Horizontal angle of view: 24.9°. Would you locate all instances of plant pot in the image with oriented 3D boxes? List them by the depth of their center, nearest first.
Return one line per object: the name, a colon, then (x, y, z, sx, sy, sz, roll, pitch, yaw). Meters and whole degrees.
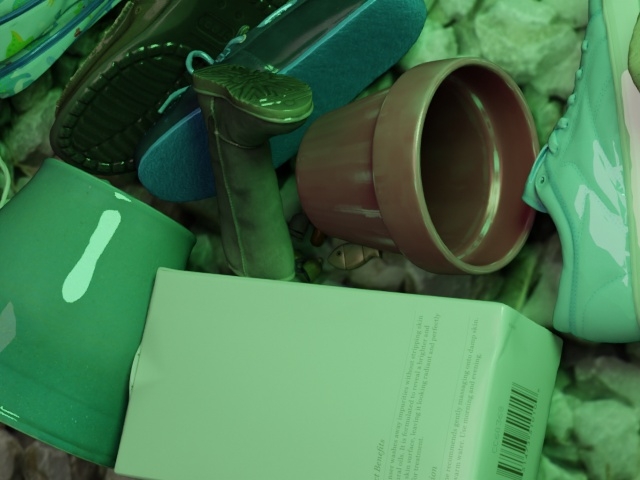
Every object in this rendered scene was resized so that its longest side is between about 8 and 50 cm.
plant pot: (0.084, -0.067, 1.385, 0.180, 0.201, 0.201, -2, 82, 43)
plant pot: (-0.266, 0.063, 1.509, 0.271, 0.271, 0.255, 25, 84, 28)

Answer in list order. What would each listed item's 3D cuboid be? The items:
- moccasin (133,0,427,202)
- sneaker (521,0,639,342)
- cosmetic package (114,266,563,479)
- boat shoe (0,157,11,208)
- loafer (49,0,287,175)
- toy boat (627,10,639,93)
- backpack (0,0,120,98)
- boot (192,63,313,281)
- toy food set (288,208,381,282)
moccasin: (-0.046, -0.164, 1.502, 0.342, 0.138, 0.117, -32, 44, 2)
sneaker: (0.249, -0.085, 1.323, 0.150, 0.135, 0.366, -6, 79, 25)
cosmetic package: (0.011, 0.158, 1.385, 0.385, 0.156, 0.217, 6, 78, 31)
boat shoe: (-0.419, -0.020, 1.662, 0.156, 0.136, 0.367, 23, 96, 29)
loafer: (-0.155, -0.222, 1.573, 0.366, 0.134, 0.130, -44, 36, 9)
toy boat: (0.381, -0.100, 1.234, 0.267, 0.148, 0.318, -7, 89, -17)
backpack: (-0.334, -0.329, 1.571, 0.290, 0.273, 0.355, 29, 53, 23)
boot: (-0.056, -0.054, 1.378, 0.189, 0.076, 0.209, 30, 129, 59)
toy food set: (0.000, 0.000, 1.504, 0.122, 0.019, 0.078, -20, 74, 24)
